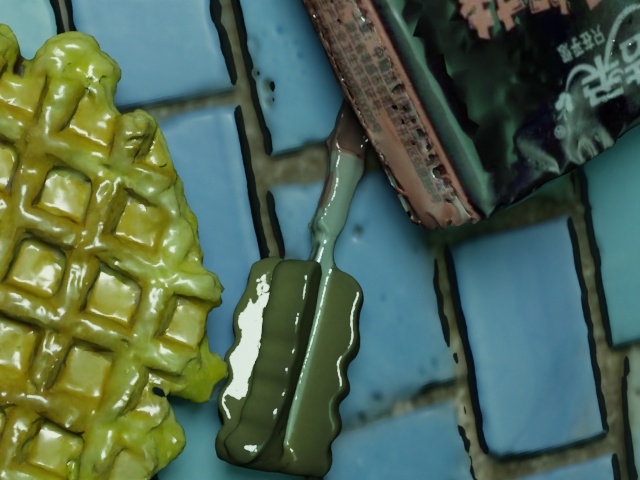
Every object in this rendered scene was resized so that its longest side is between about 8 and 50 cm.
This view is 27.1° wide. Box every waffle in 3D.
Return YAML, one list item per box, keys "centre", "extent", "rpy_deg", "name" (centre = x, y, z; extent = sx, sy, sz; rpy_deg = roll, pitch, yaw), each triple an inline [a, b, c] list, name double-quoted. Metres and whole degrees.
- centre: [-0.214, 0.033, 0.769]
  extent: [0.302, 0.068, 0.325]
  rpy_deg: [-25, 94, -11]
  name: "waffle"

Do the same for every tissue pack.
- centre: [0.091, -0.196, 0.826]
  extent: [0.245, 0.123, 0.332]
  rpy_deg: [-31, 99, -19]
  name: "tissue pack"

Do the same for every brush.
- centre: [0.000, 0.000, 0.853]
  extent: [0.084, 0.071, 0.301]
  rpy_deg: [19, 79, -34]
  name: "brush"
